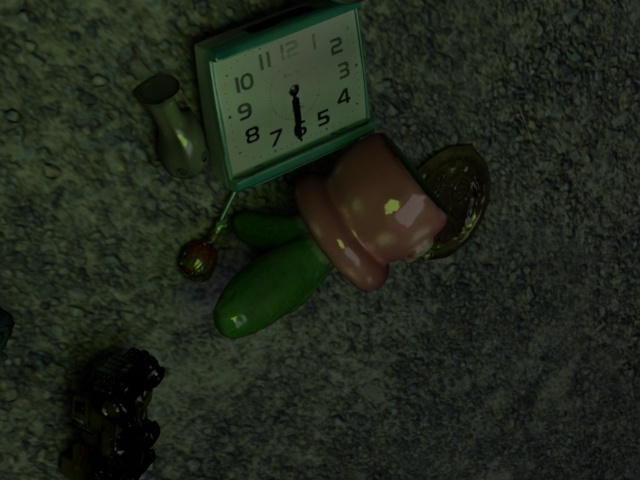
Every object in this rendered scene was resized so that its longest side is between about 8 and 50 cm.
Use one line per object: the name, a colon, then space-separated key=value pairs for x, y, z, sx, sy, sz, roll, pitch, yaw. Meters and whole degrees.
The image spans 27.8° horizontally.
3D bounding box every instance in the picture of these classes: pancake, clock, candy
pancake: x=0.224 y=-0.066 z=2.297 sx=0.212 sy=0.029 sz=0.235 roll=-54 pitch=139 yaw=-2
clock: x=-0.061 y=-0.225 z=1.896 sx=0.262 sy=0.116 sz=0.231 roll=-27 pitch=126 yaw=-28
candy: x=-0.156 y=-0.029 z=1.983 sx=0.060 sy=0.060 sz=0.201 roll=30 pitch=87 yaw=-47

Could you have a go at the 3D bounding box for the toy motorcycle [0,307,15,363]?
toy motorcycle: x=-0.550 y=0.253 z=1.703 sx=0.410 sy=0.169 sz=0.237 roll=-57 pitch=175 yaw=-9

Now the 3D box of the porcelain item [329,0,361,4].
porcelain item: x=0.017 y=-0.416 z=1.827 sx=0.147 sy=0.114 sz=0.147 roll=-18 pitch=123 yaw=-32

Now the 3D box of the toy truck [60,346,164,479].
toy truck: x=-0.320 y=0.278 z=1.965 sx=0.127 sy=0.127 sz=0.257 roll=-45 pitch=156 yaw=-50

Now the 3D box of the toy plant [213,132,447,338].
toy plant: x=0.007 y=0.000 z=1.958 sx=0.356 sy=0.210 sz=0.317 roll=-31 pitch=180 yaw=11

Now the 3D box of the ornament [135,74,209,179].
ornament: x=-0.203 y=-0.156 z=1.833 sx=0.081 sy=0.075 sz=0.156 roll=-48 pitch=137 yaw=-27
